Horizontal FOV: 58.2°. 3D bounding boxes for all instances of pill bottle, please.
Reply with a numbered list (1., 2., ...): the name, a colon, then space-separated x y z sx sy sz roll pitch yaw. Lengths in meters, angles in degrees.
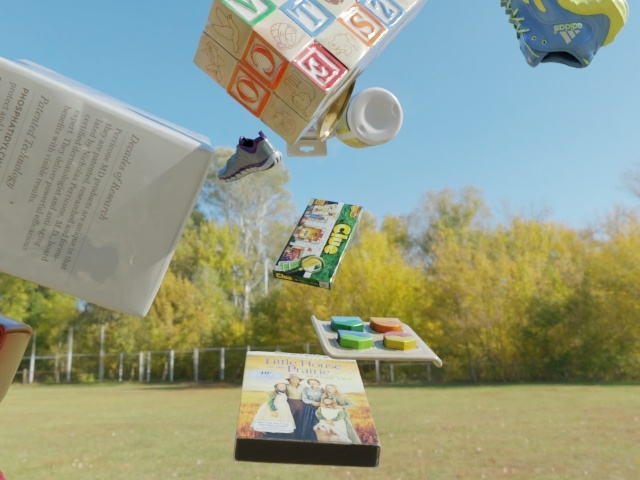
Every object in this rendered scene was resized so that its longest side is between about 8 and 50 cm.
1. pill bottle: 0.095 -0.266 1.280 0.119 0.119 0.208 1 6 -12

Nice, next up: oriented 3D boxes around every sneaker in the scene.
1. sneaker: -0.199 -0.221 1.486 0.223 0.098 0.083 -12 28 39
2. sneaker: 0.289 -0.318 0.783 0.240 0.126 0.091 29 -1 7

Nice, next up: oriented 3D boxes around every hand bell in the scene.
1. hand bell: -0.075 -0.279 0.974 0.241 0.126 0.126 29 -11 6

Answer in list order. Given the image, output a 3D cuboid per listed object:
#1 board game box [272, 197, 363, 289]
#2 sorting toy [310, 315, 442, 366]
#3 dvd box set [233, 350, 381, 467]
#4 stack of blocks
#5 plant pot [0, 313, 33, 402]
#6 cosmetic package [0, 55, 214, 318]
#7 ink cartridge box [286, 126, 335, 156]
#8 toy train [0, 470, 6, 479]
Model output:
1. board game box: 0.000 0.000 1.317 0.136 0.260 0.030 12 -45 14
2. sorting toy: 0.094 0.171 1.031 0.208 0.038 0.193 7 7 -9
3. dvd box set: -0.039 0.385 1.373 0.307 0.062 0.420 5 13 -5
4. stack of blocks: -0.002 -0.258 0.610 0.171 0.297 0.087 39 -35 -3
5. plant pot: -0.784 0.247 1.232 0.267 0.268 0.236 23 -2 0
6. cosmetic package: -0.442 -0.110 1.067 0.393 0.328 0.329 22 8 -16
7. ink cartridge box: -0.025 -0.279 1.276 0.104 0.180 0.060 -4 2 -20
8. toy train: -0.437 0.224 0.553 0.248 0.105 0.143 34 13 22
